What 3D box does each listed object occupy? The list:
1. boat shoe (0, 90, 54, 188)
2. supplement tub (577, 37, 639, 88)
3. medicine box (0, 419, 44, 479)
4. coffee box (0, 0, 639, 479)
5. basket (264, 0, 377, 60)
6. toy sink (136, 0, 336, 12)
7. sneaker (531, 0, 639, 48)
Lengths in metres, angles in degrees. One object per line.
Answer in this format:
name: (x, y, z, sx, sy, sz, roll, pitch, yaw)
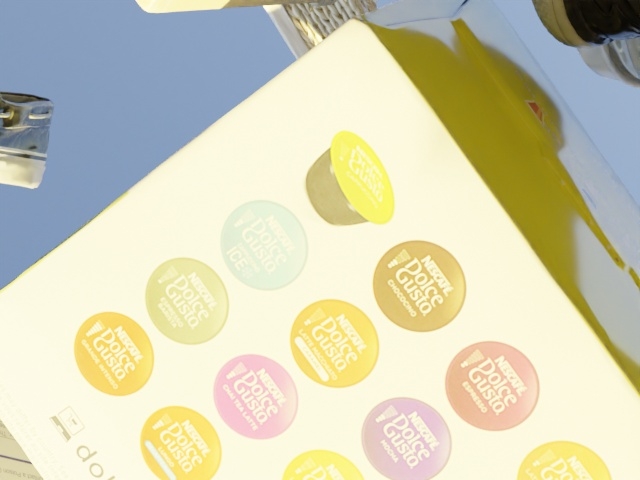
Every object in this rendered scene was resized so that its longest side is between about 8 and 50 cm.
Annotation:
boat shoe: (-0.386, -0.131, 1.435, 0.335, 0.121, 0.119, 9, -85, -73)
supplement tub: (0.358, -0.184, 0.996, 0.228, 0.316, 0.228, -20, -62, -44)
medicine box: (-0.222, 0.288, 1.218, 0.263, 0.149, 0.289, 20, -145, -33)
coffee box: (0.040, 0.062, 0.926, 0.337, 0.334, 0.338, 54, -159, -2)
basket: (-0.011, -0.306, 1.633, 0.167, 0.103, 0.113, 55, -156, -34)
toy sink: (-0.035, -0.238, 0.870, 0.234, 0.131, 0.153, -16, -115, -47)
sneaker: (0.190, -0.243, 0.873, 0.101, 0.153, 0.268, -38, -58, -29)
